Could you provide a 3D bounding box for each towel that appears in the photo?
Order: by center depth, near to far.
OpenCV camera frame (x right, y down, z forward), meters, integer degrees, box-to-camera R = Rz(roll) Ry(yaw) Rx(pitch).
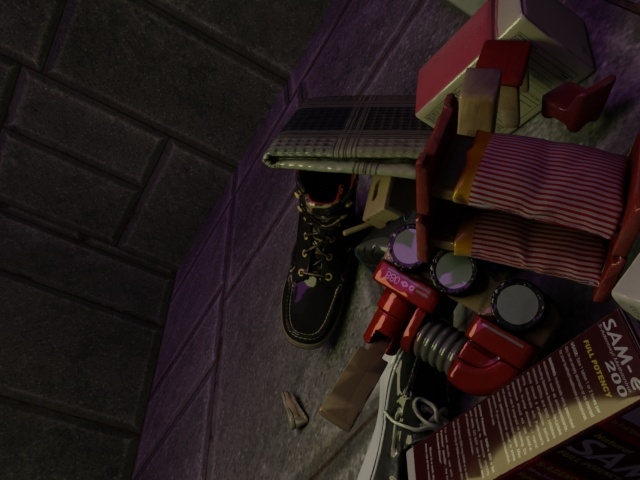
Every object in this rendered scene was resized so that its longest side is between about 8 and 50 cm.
[{"bbox_3d":[0.088,-0.205,1.056,0.312,0.324,0.056,-68,-24,-56],"label":"towel"}]

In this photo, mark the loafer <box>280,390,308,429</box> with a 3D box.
[{"bbox_3d":[-0.056,0.354,1.170,0.125,0.039,0.045,-133,36,-71],"label":"loafer"}]

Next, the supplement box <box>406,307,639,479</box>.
[{"bbox_3d":[0.193,0.168,0.441,0.239,0.130,0.073,-51,22,34],"label":"supplement box"}]

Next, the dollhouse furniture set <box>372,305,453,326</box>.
[{"bbox_3d":[0.148,0.124,0.869,0.152,0.076,0.058,-35,36,52],"label":"dollhouse furniture set"}]

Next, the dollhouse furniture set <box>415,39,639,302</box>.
[{"bbox_3d":[0.249,-0.132,0.634,0.152,0.201,0.374,79,-151,-48],"label":"dollhouse furniture set"}]

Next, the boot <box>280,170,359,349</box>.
[{"bbox_3d":[0.000,0.000,1.128,0.284,0.138,0.377,89,-163,-56],"label":"boot"}]

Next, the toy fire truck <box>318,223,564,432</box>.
[{"bbox_3d":[0.130,0.128,0.663,0.217,0.158,0.246,31,95,31],"label":"toy fire truck"}]

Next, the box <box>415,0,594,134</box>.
[{"bbox_3d":[0.281,-0.271,0.884,0.232,0.148,0.127,-40,32,47],"label":"box"}]

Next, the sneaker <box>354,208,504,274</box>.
[{"bbox_3d":[0.187,-0.005,0.900,0.341,0.125,0.139,-16,36,57],"label":"sneaker"}]

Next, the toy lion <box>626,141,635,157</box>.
[{"bbox_3d":[0.381,-0.088,0.613,0.096,0.034,0.100,-60,20,-9],"label":"toy lion"}]

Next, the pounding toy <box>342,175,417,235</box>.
[{"bbox_3d":[0.132,-0.060,1.032,0.100,0.130,0.141,-29,41,58],"label":"pounding toy"}]

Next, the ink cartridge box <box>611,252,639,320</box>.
[{"bbox_3d":[0.394,-0.031,0.369,0.296,0.066,0.261,-52,20,-5],"label":"ink cartridge box"}]

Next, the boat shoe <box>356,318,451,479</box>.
[{"bbox_3d":[0.128,0.244,0.734,0.105,0.113,0.306,10,79,62],"label":"boat shoe"}]

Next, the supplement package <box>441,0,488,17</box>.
[{"bbox_3d":[0.295,-0.600,1.232,0.134,0.139,0.244,-57,23,23],"label":"supplement package"}]
